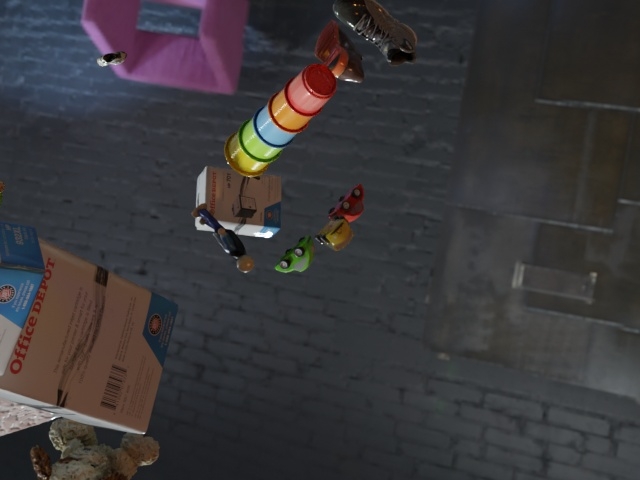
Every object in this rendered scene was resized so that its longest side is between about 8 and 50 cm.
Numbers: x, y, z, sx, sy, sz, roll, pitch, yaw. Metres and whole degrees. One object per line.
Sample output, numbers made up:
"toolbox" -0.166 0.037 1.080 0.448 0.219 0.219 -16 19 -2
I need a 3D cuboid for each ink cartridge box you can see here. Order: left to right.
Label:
"ink cartridge box" -0.610 0.072 1.336 0.307 0.223 0.129 12 -150 -34
"ink cartridge box" -0.501 0.196 1.745 0.166 0.286 0.395 -3 155 36
"ink cartridge box" -0.196 -0.091 2.106 0.190 0.140 0.082 7 161 -22

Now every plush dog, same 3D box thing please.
"plush dog" -0.513 0.516 1.928 0.262 0.211 0.225 10 178 11

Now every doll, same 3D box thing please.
"doll" -0.201 0.000 1.897 0.189 0.046 0.129 46 177 31

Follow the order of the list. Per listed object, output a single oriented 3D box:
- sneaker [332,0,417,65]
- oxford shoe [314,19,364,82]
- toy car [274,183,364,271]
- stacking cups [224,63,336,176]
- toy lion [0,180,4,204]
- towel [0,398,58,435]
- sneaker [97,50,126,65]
"sneaker" 0.135 -0.472 2.003 0.228 0.086 0.132 22 -142 -24
"oxford shoe" 0.053 -0.493 2.318 0.098 0.097 0.271 24 -148 -26
"toy car" 0.000 0.000 1.789 0.053 0.225 0.239 46 -155 -9
"stacking cups" -0.073 -0.217 1.535 0.096 0.096 0.316 8 157 -24
"toy lion" -0.631 -0.067 1.594 0.100 0.096 0.034 6 180 -40
"towel" -0.746 0.399 2.258 0.317 0.053 0.332 -13 149 -26
"sneaker" -0.526 -0.465 2.239 0.083 0.032 0.037 -28 -169 -36
